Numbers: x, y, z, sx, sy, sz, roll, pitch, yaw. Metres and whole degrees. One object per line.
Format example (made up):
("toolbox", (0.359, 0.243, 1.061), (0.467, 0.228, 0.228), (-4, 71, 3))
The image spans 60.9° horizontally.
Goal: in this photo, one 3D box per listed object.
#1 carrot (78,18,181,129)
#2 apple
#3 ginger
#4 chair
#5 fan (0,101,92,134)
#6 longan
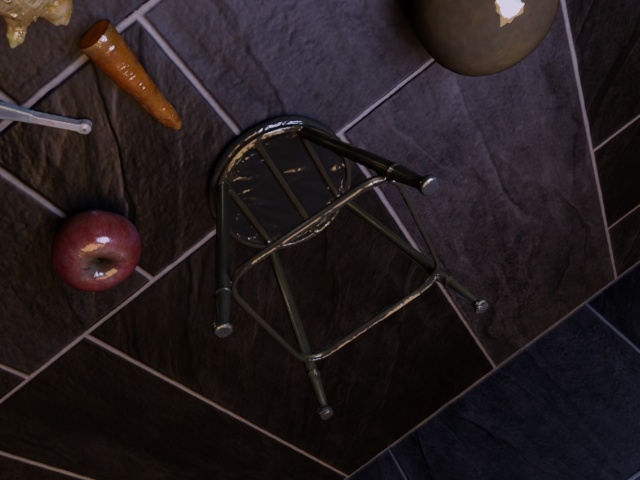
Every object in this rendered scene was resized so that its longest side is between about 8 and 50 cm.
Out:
("carrot", (-0.289, -0.248, 0.872), (0.061, 0.061, 0.209), (-36, 138, 2))
("apple", (-0.400, 0.015, 0.975), (0.153, 0.120, 0.153), (-20, 134, -22))
("ginger", (-0.383, -0.355, 0.697), (0.157, 0.102, 0.216), (-14, 132, -55))
("chair", (0.000, 0.000, 0.980), (0.362, 0.410, 0.364), (-35, 135, 2))
("fan", (-0.495, -0.195, 0.821), (0.282, 0.023, 0.057), (9, 119, -32))
("longan", (0.281, -0.410, 0.919), (0.258, 0.258, 0.258), (-15, 131, -18))
